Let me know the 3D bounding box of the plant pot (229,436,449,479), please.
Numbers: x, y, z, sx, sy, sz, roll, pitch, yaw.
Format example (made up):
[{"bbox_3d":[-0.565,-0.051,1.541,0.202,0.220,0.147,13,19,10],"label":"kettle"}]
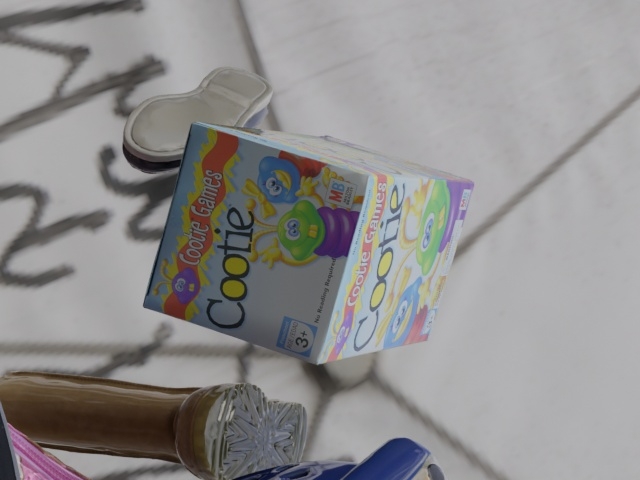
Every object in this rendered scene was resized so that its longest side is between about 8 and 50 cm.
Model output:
[{"bbox_3d":[0.003,0.278,1.290,0.212,0.236,0.236,-25,-86,32],"label":"plant pot"}]

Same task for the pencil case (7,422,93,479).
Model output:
[{"bbox_3d":[-0.295,0.172,1.370,0.386,0.160,0.167,39,-33,-6],"label":"pencil case"}]

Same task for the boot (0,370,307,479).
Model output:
[{"bbox_3d":[-0.172,0.160,1.649,0.270,0.236,0.089,6,-99,19],"label":"boot"}]

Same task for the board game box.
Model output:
[{"bbox_3d":[0.000,0.000,1.446,0.142,0.275,0.144,18,-83,19],"label":"board game box"}]

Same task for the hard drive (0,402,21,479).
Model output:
[{"bbox_3d":[-0.264,0.140,1.202,0.054,0.172,0.254,-41,-134,22],"label":"hard drive"}]

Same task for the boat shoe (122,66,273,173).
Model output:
[{"bbox_3d":[-0.100,-0.082,1.522,0.075,0.206,0.065,27,-62,12],"label":"boat shoe"}]
